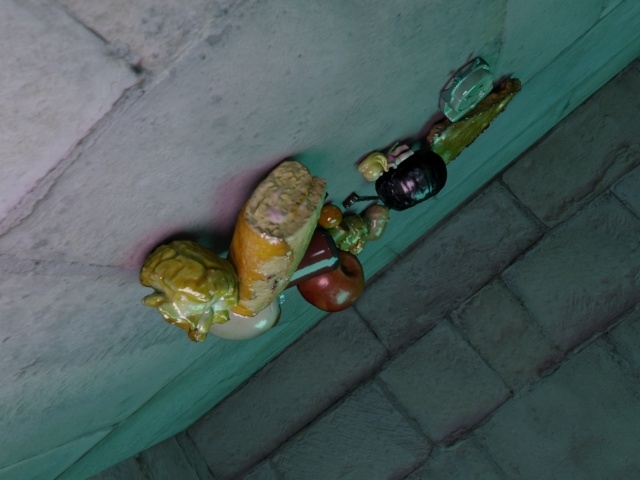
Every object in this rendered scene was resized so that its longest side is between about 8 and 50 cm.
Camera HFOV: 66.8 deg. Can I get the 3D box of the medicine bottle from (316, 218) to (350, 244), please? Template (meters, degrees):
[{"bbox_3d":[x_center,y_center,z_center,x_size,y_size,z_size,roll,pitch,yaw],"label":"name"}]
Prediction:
[{"bbox_3d":[0.000,0.000,1.605,0.192,0.096,0.096,-43,165,20],"label":"medicine bottle"}]

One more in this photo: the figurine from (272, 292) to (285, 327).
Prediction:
[{"bbox_3d":[-0.204,0.229,1.783,0.143,0.143,0.271,-21,133,-49],"label":"figurine"}]

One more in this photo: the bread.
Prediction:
[{"bbox_3d":[-0.119,0.013,1.134,0.236,0.165,0.375,-63,-177,-39],"label":"bread"}]

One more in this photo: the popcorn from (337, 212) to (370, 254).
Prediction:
[{"bbox_3d":[0.103,-0.030,1.738,0.135,0.162,0.141,-8,157,32],"label":"popcorn"}]

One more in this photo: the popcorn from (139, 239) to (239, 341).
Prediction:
[{"bbox_3d":[-0.277,0.097,1.031,0.184,0.204,0.221,-54,143,-12],"label":"popcorn"}]

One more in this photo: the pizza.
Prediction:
[{"bbox_3d":[0.473,-0.359,1.694,0.435,0.080,0.392,-30,163,-25],"label":"pizza"}]

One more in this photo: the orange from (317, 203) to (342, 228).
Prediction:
[{"bbox_3d":[0.028,-0.075,1.496,0.083,0.070,0.083,-21,166,-5],"label":"orange"}]

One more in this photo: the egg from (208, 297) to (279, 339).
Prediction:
[{"bbox_3d":[-0.255,0.246,1.567,0.286,0.174,0.264,-41,156,27],"label":"egg"}]

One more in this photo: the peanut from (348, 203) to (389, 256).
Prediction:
[{"bbox_3d":[0.170,-0.034,1.882,0.101,0.117,0.263,14,132,-46],"label":"peanut"}]

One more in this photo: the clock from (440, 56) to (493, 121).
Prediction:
[{"bbox_3d":[0.410,-0.428,1.358,0.159,0.066,0.211,-41,164,8],"label":"clock"}]

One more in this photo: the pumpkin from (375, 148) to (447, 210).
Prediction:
[{"bbox_3d":[0.285,-0.191,1.527,0.233,0.163,0.233,-28,180,0],"label":"pumpkin"}]

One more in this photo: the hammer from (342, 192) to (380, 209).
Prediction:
[{"bbox_3d":[0.159,-0.143,1.702,0.058,0.029,0.292,-43,166,25],"label":"hammer"}]

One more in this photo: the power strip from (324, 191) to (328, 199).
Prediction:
[{"bbox_3d":[-0.026,-0.115,1.327,0.111,0.029,0.038,-20,157,-45],"label":"power strip"}]

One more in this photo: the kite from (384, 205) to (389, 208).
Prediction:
[{"bbox_3d":[0.292,-0.152,2.014,0.232,0.009,0.189,-34,164,-22],"label":"kite"}]

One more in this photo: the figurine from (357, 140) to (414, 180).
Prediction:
[{"bbox_3d":[0.187,-0.234,1.411,0.187,0.083,0.083,-28,163,-15],"label":"figurine"}]

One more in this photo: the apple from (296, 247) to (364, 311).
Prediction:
[{"bbox_3d":[0.042,0.140,1.820,0.272,0.251,0.206,20,126,-37],"label":"apple"}]

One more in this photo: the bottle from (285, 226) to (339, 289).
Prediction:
[{"bbox_3d":[-0.117,0.083,1.444,0.336,0.144,0.144,-23,161,-18],"label":"bottle"}]
